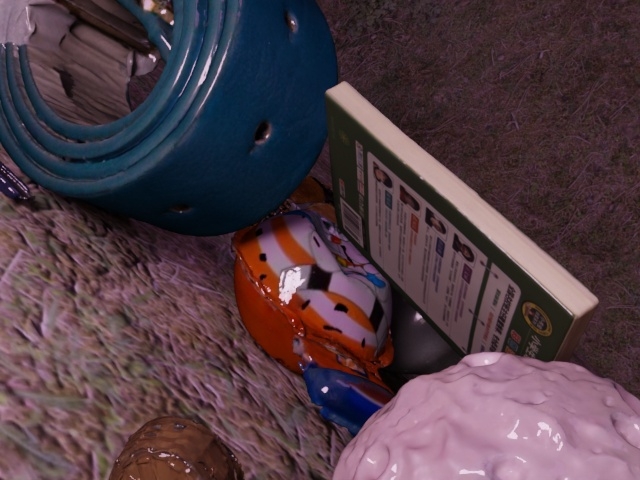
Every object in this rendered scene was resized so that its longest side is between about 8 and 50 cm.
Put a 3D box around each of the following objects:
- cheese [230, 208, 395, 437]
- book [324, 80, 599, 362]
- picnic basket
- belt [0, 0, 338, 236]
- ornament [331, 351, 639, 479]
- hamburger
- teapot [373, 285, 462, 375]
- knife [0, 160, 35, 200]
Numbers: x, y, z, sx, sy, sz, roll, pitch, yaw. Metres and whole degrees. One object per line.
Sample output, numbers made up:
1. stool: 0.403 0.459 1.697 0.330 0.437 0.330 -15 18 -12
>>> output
1. cheese: 0.004 0.077 0.693 0.217 0.129 0.329 33 15 -23
2. book: 0.097 0.014 0.592 0.264 0.027 0.202 47 -20 29
3. picnic basket: -0.079 0.131 0.417 0.072 0.072 0.083 41 14 5
4. belt: -0.177 -0.189 0.699 0.173 0.300 0.436 28 14 -48
5. ornament: 0.129 0.191 0.445 0.259 0.225 0.259 39 12 -10
6. hamburger: 0.000 0.000 1.001 0.231 0.107 0.231 39 17 -14
7. teapot: 0.164 0.135 0.889 0.251 0.183 0.183 48 11 -11
8. knife: -0.291 -0.071 0.612 0.121 0.018 0.031 43 15 5
